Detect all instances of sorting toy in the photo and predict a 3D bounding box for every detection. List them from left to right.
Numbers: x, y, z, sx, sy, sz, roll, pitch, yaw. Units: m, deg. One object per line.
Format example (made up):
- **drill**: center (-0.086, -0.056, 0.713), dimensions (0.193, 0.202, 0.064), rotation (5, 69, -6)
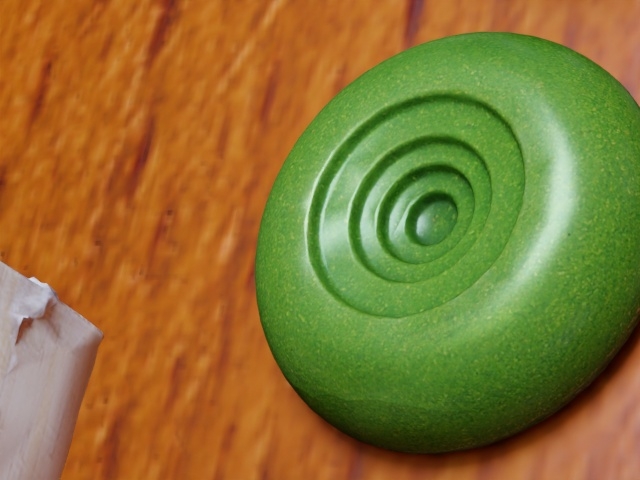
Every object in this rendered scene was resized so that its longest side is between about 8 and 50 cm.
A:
- **sorting toy**: center (0.000, 0.000, 0.383), dimensions (0.127, 0.126, 0.366), rotation (11, 74, 39)

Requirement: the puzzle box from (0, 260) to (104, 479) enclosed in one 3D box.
- **puzzle box**: center (-0.196, 0.202, 0.288), dimensions (0.272, 0.052, 0.409), rotation (-16, 49, 39)
